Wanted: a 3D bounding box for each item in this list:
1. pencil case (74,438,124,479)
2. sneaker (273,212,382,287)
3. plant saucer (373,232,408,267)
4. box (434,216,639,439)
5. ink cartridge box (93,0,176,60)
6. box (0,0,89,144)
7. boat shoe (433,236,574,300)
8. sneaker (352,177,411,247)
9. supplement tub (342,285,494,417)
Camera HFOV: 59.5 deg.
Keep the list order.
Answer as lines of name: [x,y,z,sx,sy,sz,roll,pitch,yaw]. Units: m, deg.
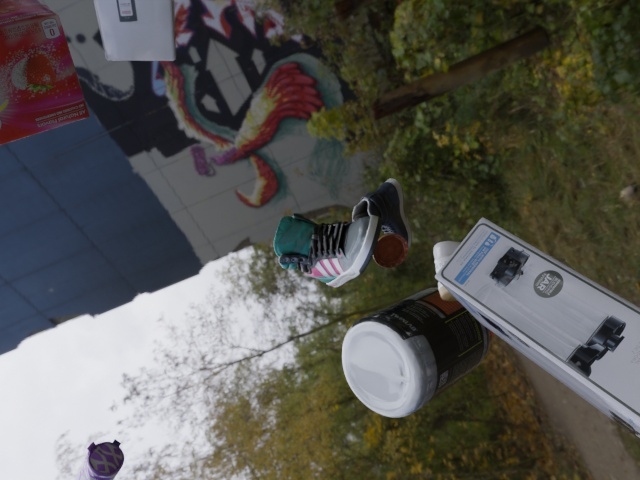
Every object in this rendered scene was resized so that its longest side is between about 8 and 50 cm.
pencil case: [-0.521,0.542,1.276,0.088,0.206,0.086,31,-152,-7]
sneaker: [0.000,0.000,1.135,0.295,0.179,0.123,130,158,-63]
plant saucer: [0.157,0.022,1.264,0.013,0.084,0.083,-117,2,-64]
box: [0.275,0.107,0.580,0.290,0.087,0.169,39,179,41]
ink cartridge box: [-0.206,-0.321,0.609,0.203,0.086,0.148,112,151,-61]
box: [-0.414,-0.174,0.622,0.123,0.257,0.128,39,144,38]
boat shoe: [0.285,0.031,0.854,0.277,0.098,0.096,2,-115,-35]
sneaker: [0.169,-0.038,1.551,0.086,0.163,0.226,9,124,45]
supplement tub: [0.222,0.218,1.192,0.338,0.207,0.207,-14,-100,-45]
